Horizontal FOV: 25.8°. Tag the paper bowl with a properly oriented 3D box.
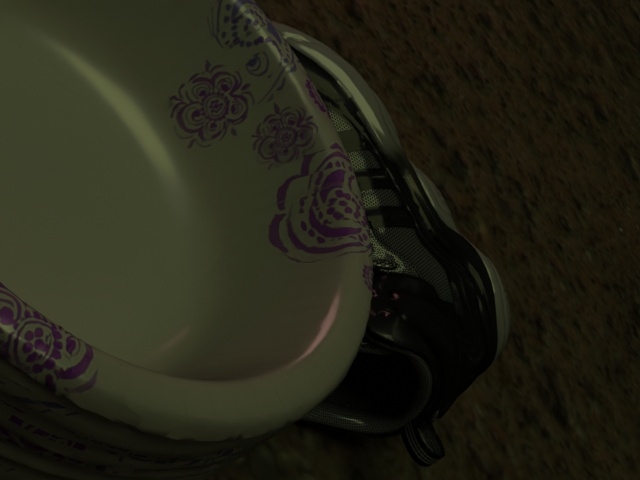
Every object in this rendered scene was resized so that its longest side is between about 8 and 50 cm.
[{"bbox_3d":[-0.124,-0.020,0.583,0.284,0.148,0.284,32,39,-30],"label":"paper bowl"}]

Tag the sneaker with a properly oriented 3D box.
[{"bbox_3d":[0.000,0.000,0.761,0.268,0.101,0.153,49,30,-12],"label":"sneaker"}]
